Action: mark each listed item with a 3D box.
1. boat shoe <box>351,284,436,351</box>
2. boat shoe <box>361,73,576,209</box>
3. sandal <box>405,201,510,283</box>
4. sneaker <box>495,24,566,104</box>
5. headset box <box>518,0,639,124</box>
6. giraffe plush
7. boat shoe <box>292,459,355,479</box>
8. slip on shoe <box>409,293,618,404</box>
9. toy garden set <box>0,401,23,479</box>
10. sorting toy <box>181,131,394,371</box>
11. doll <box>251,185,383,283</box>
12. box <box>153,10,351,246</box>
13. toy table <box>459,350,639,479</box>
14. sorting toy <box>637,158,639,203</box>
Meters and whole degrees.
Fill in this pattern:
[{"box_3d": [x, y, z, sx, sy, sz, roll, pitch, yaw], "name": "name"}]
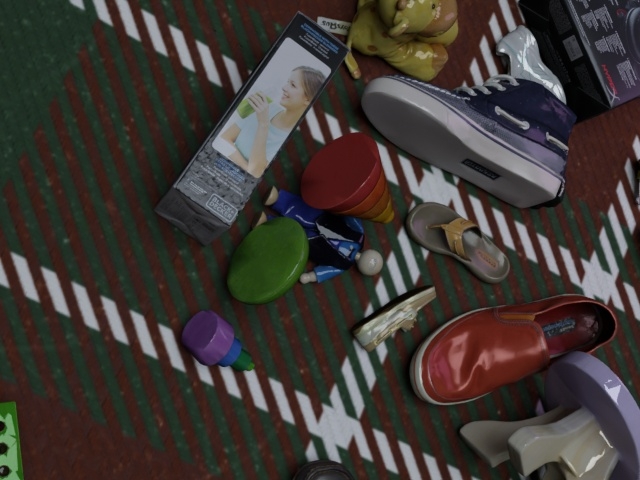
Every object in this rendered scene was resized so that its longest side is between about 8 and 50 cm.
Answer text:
[{"box_3d": [0.108, 0.109, 1.453, 0.135, 0.050, 0.045, -30, 96, -11], "name": "boat shoe"}, {"box_3d": [0.222, -0.184, 1.505, 0.341, 0.127, 0.158, 29, 67, -22], "name": "boat shoe"}, {"box_3d": [0.207, 0.001, 1.501, 0.180, 0.049, 0.072, 33, 73, -12], "name": "sandal"}, {"box_3d": [0.320, -0.249, 1.581, 0.061, 0.054, 0.152, -32, 91, -6], "name": "sneaker"}, {"box_3d": [0.489, -0.338, 1.616, 0.293, 0.110, 0.218, -25, 92, -21], "name": "headset box"}, {"box_3d": [0.121, -0.325, 1.451, 0.210, 0.170, 0.181, -9, 86, -21], "name": "giraffe plush"}, {"box_3d": [0.041, 0.460, 1.332, 0.132, 0.130, 0.355, -9, 85, -21], "name": "boat shoe"}, {"box_3d": [0.278, 0.149, 1.479, 0.332, 0.101, 0.123, -14, 89, -19], "name": "slip on shoe"}, {"box_3d": [-0.483, 0.216, 1.213, 0.244, 0.049, 0.203, -6, 74, -19], "name": "toy garden set"}, {"box_3d": [-0.022, 0.034, 1.367, 0.365, 0.127, 0.126, -50, 129, -1], "name": "sorting toy"}, {"box_3d": [0.000, 0.000, 1.429, 0.189, 0.046, 0.129, 25, 85, -13], "name": "doll"}, {"box_3d": [-0.092, -0.142, 1.354, 0.087, 0.169, 0.290, 36, 74, -9], "name": "box"}, {"box_3d": [0.330, 0.290, 1.414, 0.161, 0.252, 0.274, -36, 127, -16], "name": "toy table"}, {"box_3d": [0.529, -0.089, 1.635, 0.083, 0.045, 0.075, 13, 86, -18], "name": "sorting toy"}]
